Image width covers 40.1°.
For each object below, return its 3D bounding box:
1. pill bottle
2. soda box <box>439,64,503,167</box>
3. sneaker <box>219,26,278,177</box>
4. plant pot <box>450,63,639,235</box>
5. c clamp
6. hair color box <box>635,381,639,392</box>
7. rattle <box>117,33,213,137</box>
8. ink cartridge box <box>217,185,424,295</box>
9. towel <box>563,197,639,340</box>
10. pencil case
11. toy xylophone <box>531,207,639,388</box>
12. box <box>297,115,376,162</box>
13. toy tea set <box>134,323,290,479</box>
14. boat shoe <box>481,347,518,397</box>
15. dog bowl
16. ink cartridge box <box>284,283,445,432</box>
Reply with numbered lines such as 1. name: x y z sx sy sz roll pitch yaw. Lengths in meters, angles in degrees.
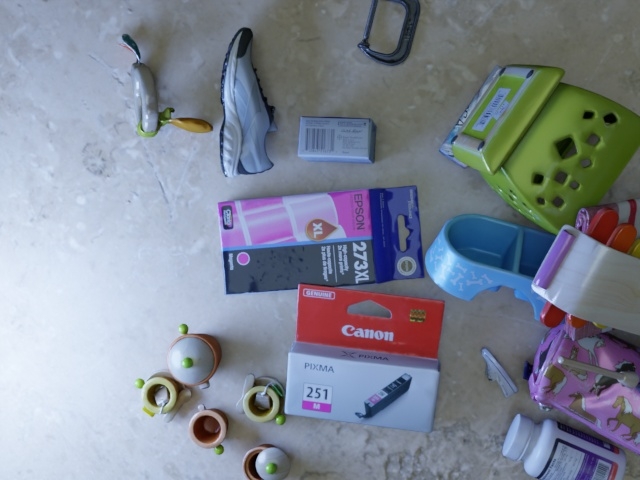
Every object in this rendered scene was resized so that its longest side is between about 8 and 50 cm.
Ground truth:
1. pill bottle: 0.427 0.381 1.549 0.193 0.108 0.108 23 95 6
2. soda box: 0.287 -0.220 1.571 0.063 0.058 0.183 34 95 5
3. sneaker: -0.132 -0.252 1.611 0.107 0.100 0.272 0 95 -7
4. plant pot: 0.359 -0.165 1.452 0.207 0.227 0.228 32 97 -15
5. c clamp: 0.111 -0.404 1.607 0.137 0.022 0.161 9 92 2
6. hair color box: 0.704 0.205 1.426 0.338 0.110 0.185 -34 76 -19
7. rattle: -0.292 -0.295 1.637 0.142 0.130 0.200 -13 64 -3
8. ink cartridge box: 0.000 0.000 1.615 0.370 0.069 0.176 -5 92 5
9. towel: 0.552 0.025 1.447 0.328 0.037 0.237 -12 120 -19
10. pencil case: 0.546 0.284 1.507 0.386 0.160 0.167 29 117 5
11. toy xylophone: 0.466 0.099 1.373 0.322 0.081 0.236 25 102 -32
12. box: 0.032 -0.178 1.563 0.126 0.137 0.072 3 91 7
13. toy tea set: -0.183 0.311 1.613 0.336 0.124 0.200 34 95 5
14. boat shoe: 0.318 0.243 1.596 0.035 0.035 0.100 -36 94 4
15. dog bowl: 0.333 0.041 1.515 0.297 0.166 0.074 15 132 7
16. ink cartridge box: 0.080 0.213 1.583 0.275 0.060 0.239 6 109 7
